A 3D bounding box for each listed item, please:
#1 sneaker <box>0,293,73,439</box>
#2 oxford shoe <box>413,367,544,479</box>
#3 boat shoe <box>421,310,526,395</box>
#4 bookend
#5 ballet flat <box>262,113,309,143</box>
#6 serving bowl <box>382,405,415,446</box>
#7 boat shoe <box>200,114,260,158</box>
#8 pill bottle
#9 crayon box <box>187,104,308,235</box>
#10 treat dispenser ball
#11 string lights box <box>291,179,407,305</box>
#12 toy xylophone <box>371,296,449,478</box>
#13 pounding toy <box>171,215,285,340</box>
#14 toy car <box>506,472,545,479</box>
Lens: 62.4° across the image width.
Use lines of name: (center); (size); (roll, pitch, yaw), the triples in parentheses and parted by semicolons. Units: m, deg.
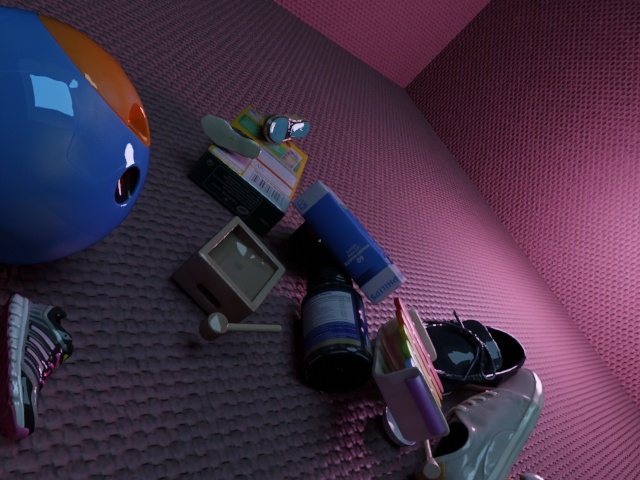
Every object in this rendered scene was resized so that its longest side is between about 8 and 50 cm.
sneaker: (-0.309, 0.133, 0.580); (0.074, 0.063, 0.171); (13, 37, -39)
oxford shoe: (0.321, 0.362, 1.044); (0.130, 0.169, 0.449); (46, 40, 13)
boat shoe: (0.327, 0.262, 1.243); (0.499, 0.156, 0.187); (17, 41, -43)
bookend: (0.000, 0.000, 1.204); (0.156, 0.072, 0.157); (32, 30, -27)
ballet flat: (-0.099, -0.274, 1.273); (0.067, 0.073, 0.206); (25, 18, 19)
serving bowl: (0.144, 0.349, 0.992); (0.083, 0.027, 0.083); (36, 28, -23)
boat shoe: (-0.183, -0.208, 1.070); (0.132, 0.049, 0.042); (28, 4, -20)
pill bottle: (0.025, 0.156, 0.974); (0.122, 0.123, 0.219); (33, 30, -27)
crayon box: (-0.149, -0.171, 1.205); (0.203, 0.083, 0.323); (40, 28, -14)
treat dispenser ball: (-0.348, -0.116, 0.614); (0.288, 0.288, 0.288); (35, 29, -23)
string lights box: (0.063, 0.005, 1.080); (0.260, 0.076, 0.133); (51, 8, 11)
toy xylophone: (0.168, 0.251, 0.927); (0.236, 0.081, 0.323); (63, 12, -13)
pounding toy: (-0.147, 0.094, 0.850); (0.181, 0.094, 0.206); (48, 35, -9)
toy car: (0.369, 0.534, 0.977); (0.182, 0.159, 0.136); (61, -6, 27)
